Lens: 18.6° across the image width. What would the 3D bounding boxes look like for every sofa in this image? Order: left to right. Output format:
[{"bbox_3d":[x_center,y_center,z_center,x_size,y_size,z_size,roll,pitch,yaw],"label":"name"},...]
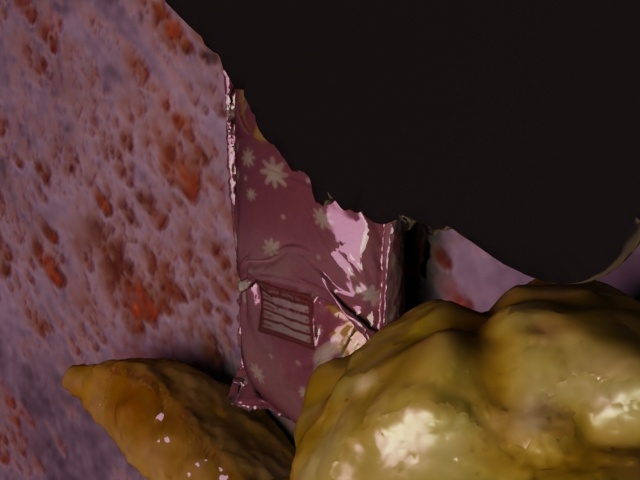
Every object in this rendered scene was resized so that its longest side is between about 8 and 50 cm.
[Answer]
[{"bbox_3d":[0.084,-0.115,0.576,0.258,0.200,0.182,38,137,35],"label":"sofa"}]

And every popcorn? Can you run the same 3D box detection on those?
[{"bbox_3d":[0.080,0.155,0.628,0.215,0.252,0.286,-22,86,8],"label":"popcorn"}]

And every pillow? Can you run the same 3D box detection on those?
[{"bbox_3d":[0.000,0.000,0.799,0.118,0.043,0.185,18,110,48],"label":"pillow"}]

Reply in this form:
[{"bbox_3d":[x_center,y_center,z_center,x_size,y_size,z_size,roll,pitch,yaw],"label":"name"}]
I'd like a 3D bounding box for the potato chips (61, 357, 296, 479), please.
[{"bbox_3d":[0.009,0.187,0.801,0.080,0.057,0.407,-48,55,26],"label":"potato chips"}]
